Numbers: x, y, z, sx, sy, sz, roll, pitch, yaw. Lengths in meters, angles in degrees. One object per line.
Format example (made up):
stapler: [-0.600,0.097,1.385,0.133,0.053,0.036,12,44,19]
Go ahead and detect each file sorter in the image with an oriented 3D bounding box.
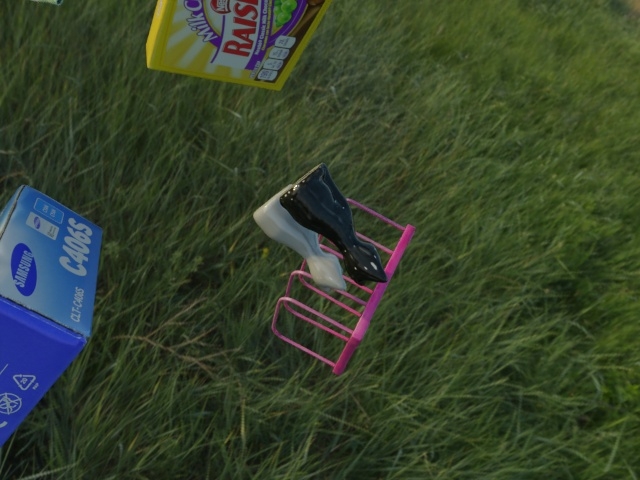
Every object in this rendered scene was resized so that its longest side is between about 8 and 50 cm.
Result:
file sorter: [0.042,0.089,1.245,0.182,0.202,0.291,28,58,6]

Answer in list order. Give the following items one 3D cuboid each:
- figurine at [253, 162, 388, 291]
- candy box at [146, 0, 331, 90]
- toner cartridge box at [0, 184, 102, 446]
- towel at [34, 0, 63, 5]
figurine: [0.000,0.000,0.995,0.092,0.215,0.209,-42,99,-26]
candy box: [-0.036,-0.173,0.363,0.105,0.206,0.027,5,62,-25]
toner cartridge box: [-0.298,0.134,0.436,0.075,0.348,0.165,36,10,-30]
towel: [-0.663,-0.654,1.302,0.324,0.248,0.038,16,-4,18]
